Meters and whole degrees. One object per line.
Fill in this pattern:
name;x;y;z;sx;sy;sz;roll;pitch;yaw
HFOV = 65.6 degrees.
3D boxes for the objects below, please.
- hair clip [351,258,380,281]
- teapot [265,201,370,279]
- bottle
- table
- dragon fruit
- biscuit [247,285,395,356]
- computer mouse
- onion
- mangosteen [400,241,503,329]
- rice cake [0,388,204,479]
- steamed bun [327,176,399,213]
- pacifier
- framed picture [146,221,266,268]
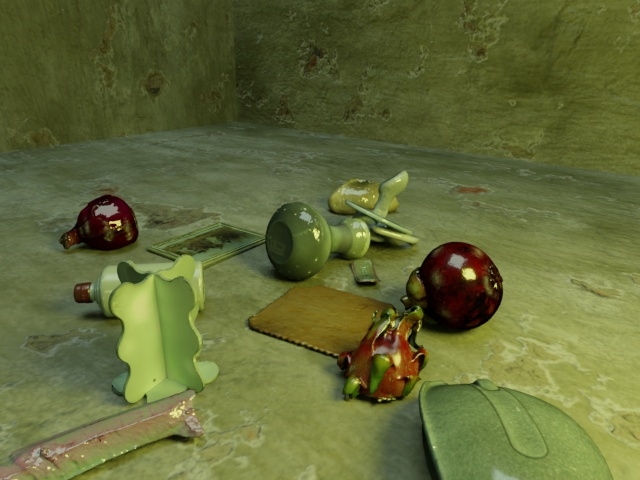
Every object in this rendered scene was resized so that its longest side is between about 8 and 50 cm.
hair clip;0.107;0.077;1.178;0.054;0.022;0.137;-1;18;-4
teapot;0.000;0.000;1.196;0.250;0.184;0.183;-2;18;-42
bottle;-0.357;0.098;0.990;0.245;0.104;0.104;-3;21;-12
table;-0.247;0.132;0.767;0.166;0.198;0.166;0;21;0
dragon fruit;0.105;0.181;0.809;0.138;0.175;0.142;18;-6;15
biscuit;0.006;0.149;0.997;0.236;0.013;0.232;13;24;27
computer mouse;0.224;0.257;0.586;0.203;0.114;0.374;0;20;1
onion;-0.587;-0.047;1.311;0.198;0.135;0.173;-16;24;-33
mangosteen;0.250;0.093;0.966;0.199;0.200;0.200;1;21;0
rice cake;-0.289;0.264;0.628;0.290;0.051;0.081;-13;24;-31
steamed bun;0.129;-0.156;1.674;0.212;0.111;0.231;-17;25;-39
pacifier;0.186;-0.097;1.363;0.227;0.207;0.279;22;6;0
framed picture;-0.296;0.006;1.353;0.217;0.017;0.274;15;25;31
